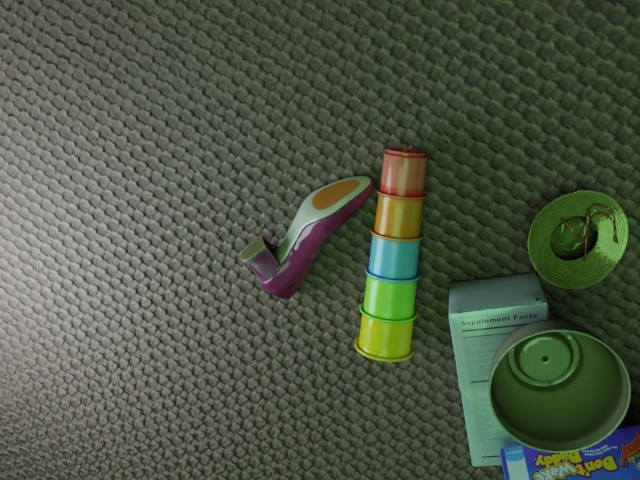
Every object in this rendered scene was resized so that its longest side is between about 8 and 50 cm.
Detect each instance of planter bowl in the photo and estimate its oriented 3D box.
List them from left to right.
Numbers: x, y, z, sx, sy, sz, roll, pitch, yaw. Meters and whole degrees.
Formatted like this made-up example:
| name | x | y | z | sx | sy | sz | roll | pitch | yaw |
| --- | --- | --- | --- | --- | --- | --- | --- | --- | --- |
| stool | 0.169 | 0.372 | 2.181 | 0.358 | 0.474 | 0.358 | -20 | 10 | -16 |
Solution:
| name | x | y | z | sx | sy | sz | roll | pitch | yaw |
| --- | --- | --- | --- | --- | --- | --- | --- | --- | --- |
| planter bowl | 0.291 | 0.167 | 0.807 | 0.162 | 0.109 | 0.162 | 3 | 105 | 9 |

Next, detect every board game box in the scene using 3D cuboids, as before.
| name | x | y | z | sx | sy | sz | roll | pitch | yaw |
| --- | --- | --- | --- | --- | --- | --- | --- | --- | --- |
| board game box | 0.417 | 0.395 | 0.919 | 0.233 | 0.078 | 0.347 | -16 | 131 | 18 |

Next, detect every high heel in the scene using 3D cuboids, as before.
| name | x | y | z | sx | sy | sz | roll | pitch | yaw |
| --- | --- | --- | --- | --- | --- | --- | --- | --- | --- |
| high heel | 0.000 | 0.000 | 1.004 | 0.244 | 0.082 | 0.117 | -37 | 123 | 8 |

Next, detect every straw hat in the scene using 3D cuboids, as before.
| name | x | y | z | sx | sy | sz | roll | pitch | yaw |
| --- | --- | --- | --- | --- | --- | --- | --- | --- | --- |
| straw hat | 0.356 | -0.005 | 0.910 | 0.144 | 0.061 | 0.144 | 0 | 99 | -2 |

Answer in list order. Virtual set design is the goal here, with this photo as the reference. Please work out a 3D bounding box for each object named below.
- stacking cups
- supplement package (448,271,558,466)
| name | x | y | z | sx | sy | sz | roll | pitch | yaw |
| --- | --- | --- | --- | --- | --- | --- | --- | --- | --- |
| stacking cups | 0.118 | 0.022 | 0.962 | 0.096 | 0.096 | 0.316 | 10 | 107 | 11 |
| supplement package | 0.274 | 0.187 | 0.946 | 0.139 | 0.134 | 0.244 | -8 | 104 | 13 |
